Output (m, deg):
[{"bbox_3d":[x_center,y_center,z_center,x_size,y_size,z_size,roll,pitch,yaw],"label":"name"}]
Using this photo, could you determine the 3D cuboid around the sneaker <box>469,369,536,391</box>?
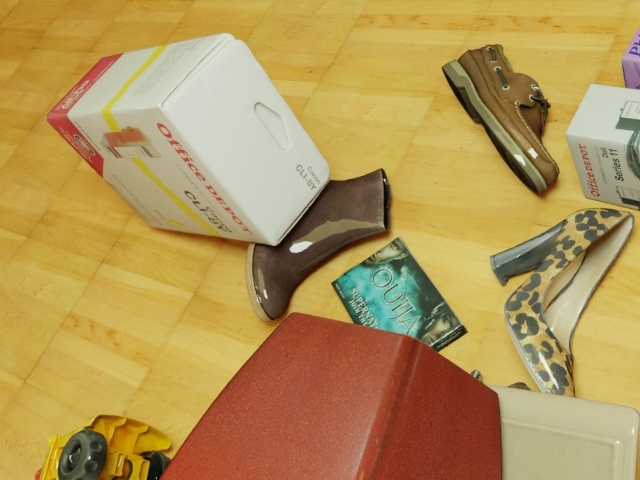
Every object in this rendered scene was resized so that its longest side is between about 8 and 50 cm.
[{"bbox_3d":[0.240,0.199,0.860,0.189,0.066,0.071,13,64,35],"label":"sneaker"}]

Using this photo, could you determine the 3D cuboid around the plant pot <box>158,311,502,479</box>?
[{"bbox_3d":[0.038,0.223,0.778,0.267,0.267,0.235,5,66,45],"label":"plant pot"}]

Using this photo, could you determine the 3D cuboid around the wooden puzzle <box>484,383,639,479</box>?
[{"bbox_3d":[0.219,0.279,0.782,0.221,0.044,0.238,0,76,43],"label":"wooden puzzle"}]

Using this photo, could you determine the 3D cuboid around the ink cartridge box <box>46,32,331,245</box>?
[{"bbox_3d":[-0.214,-0.151,1.166,0.385,0.279,0.160,7,53,48],"label":"ink cartridge box"}]

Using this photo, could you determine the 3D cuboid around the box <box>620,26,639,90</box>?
[{"bbox_3d":[0.560,-0.260,0.971,0.243,0.117,0.213,21,70,39],"label":"box"}]

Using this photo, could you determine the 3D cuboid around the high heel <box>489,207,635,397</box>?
[{"bbox_3d":[0.316,0.069,0.886,0.186,0.093,0.261,-27,39,19],"label":"high heel"}]

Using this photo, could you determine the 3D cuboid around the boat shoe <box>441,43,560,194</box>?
[{"bbox_3d":[0.280,-0.197,1.090,0.105,0.110,0.307,-30,48,9],"label":"boat shoe"}]

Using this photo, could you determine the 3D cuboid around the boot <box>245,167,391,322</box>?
[{"bbox_3d":[0.000,0.000,1.122,0.207,0.090,0.248,-12,49,25],"label":"boot"}]

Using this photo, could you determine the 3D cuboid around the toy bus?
[{"bbox_3d":[-0.330,0.369,1.025,0.212,0.149,0.220,-20,52,33],"label":"toy bus"}]

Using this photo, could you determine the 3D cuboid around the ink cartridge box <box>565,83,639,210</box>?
[{"bbox_3d":[0.424,-0.101,0.912,0.208,0.153,0.086,20,70,39],"label":"ink cartridge box"}]

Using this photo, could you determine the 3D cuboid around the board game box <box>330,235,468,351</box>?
[{"bbox_3d":[0.105,0.091,1.041,0.126,0.026,0.186,-35,48,4],"label":"board game box"}]
